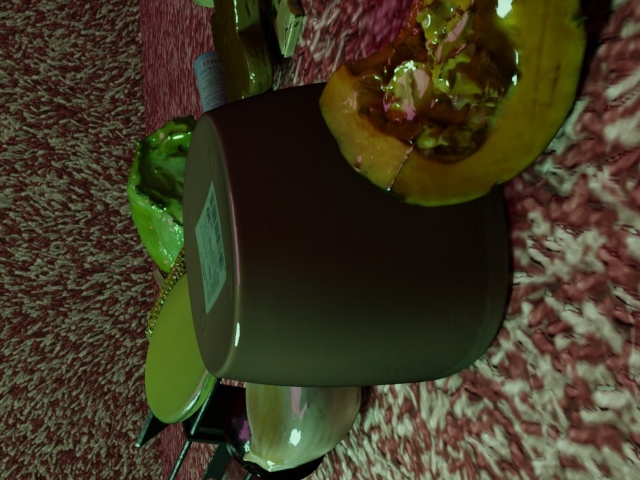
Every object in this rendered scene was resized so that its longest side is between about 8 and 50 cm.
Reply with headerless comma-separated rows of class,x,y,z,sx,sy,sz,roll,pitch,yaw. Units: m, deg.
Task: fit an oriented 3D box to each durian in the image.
durian,-0.279,-0.051,1.438,0.255,0.205,0.339,56,147,35

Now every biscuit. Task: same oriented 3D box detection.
biscuit,-0.118,-0.327,1.105,0.283,0.064,0.432,-126,26,-57

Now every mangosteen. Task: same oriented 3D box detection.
mangosteen,-0.054,0.252,0.965,0.152,0.153,0.152,176,90,-71

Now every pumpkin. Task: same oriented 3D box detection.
pumpkin,0.108,-0.149,0.462,0.248,0.126,0.131,-61,39,28

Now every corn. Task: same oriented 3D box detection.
corn,-0.225,0.070,1.287,0.317,0.115,0.115,-65,23,3

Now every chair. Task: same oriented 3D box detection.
chair,-0.147,0.266,1.096,0.260,0.155,0.141,-64,29,18

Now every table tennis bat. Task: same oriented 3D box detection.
table tennis bat,-0.177,0.089,1.048,0.224,0.054,0.368,19,90,56

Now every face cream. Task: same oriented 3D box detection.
face cream,-0.182,-0.249,1.309,0.075,0.075,0.229,112,149,-51

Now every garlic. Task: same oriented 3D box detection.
garlic,-0.026,0.139,0.842,0.128,0.149,0.266,86,-177,-80

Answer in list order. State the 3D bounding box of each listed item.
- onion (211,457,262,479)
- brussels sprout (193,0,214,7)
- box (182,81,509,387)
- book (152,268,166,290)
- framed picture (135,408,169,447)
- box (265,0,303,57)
onion,-0.119,0.457,1.197,0.283,0.120,0.227,-161,64,-69
brussels sprout,-0.193,-0.486,1.236,0.155,0.118,0.155,-167,90,-73
box,0.000,0.000,0.639,0.301,0.216,0.300,177,90,-69
book,-0.252,0.165,1.459,0.231,0.026,0.157,53,175,-30
framed picture,-0.210,0.178,1.220,0.244,0.013,0.323,12,-78,-84
box,-0.054,-0.340,1.014,0.073,0.020,0.149,114,147,-53
